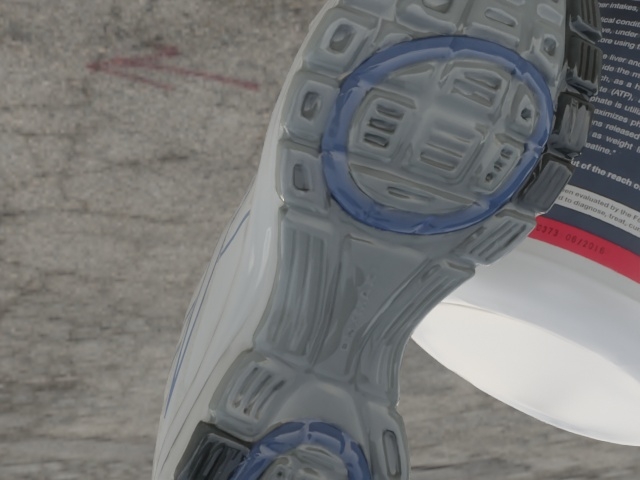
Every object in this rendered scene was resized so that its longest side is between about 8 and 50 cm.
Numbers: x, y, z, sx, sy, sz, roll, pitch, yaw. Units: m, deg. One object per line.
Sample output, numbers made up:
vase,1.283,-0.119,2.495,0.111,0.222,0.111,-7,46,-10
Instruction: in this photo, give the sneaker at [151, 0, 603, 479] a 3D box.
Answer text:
sneaker,0.000,0.000,0.380,0.111,0.297,0.129,25,-176,-23

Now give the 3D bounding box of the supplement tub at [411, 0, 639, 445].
supplement tub,0.171,-0.043,0.558,0.191,0.272,0.191,26,162,9
